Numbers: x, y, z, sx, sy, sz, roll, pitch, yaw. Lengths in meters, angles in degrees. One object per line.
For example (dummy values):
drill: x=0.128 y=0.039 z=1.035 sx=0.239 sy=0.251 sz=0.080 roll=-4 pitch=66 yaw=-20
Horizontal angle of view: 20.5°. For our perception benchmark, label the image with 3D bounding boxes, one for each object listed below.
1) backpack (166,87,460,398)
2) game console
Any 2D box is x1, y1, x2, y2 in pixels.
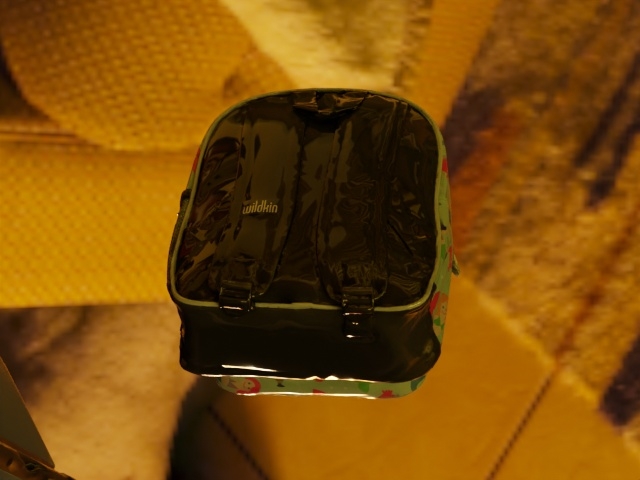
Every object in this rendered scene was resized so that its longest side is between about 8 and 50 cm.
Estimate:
backpack: x=0.000 y=0.000 z=1.428 sx=0.191 sy=0.225 sz=0.254 roll=82 pitch=-169 yaw=-52
game console: x=-0.366 y=0.216 z=1.710 sx=0.173 sy=0.293 sz=0.250 roll=26 pitch=80 yaw=19
